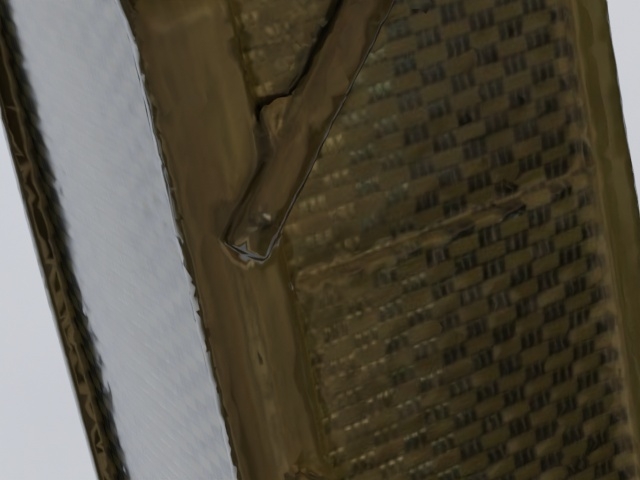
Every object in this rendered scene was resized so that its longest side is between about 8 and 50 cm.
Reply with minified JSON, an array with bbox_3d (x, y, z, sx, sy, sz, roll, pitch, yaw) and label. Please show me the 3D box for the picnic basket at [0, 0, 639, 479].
[{"bbox_3d":[0.000,0.000,0.565,0.139,0.267,0.165,-20,-157,-21],"label":"picnic basket"}]
